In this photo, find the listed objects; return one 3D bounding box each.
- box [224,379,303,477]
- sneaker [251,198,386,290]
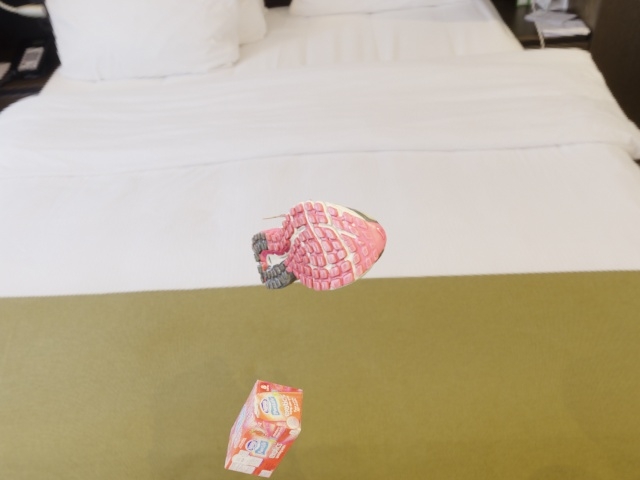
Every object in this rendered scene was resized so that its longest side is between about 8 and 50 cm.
[{"bbox_3d":[-0.148,0.490,1.382,0.128,0.256,0.122,17,37,-13],"label":"box"},{"bbox_3d":[0.000,0.000,0.763,0.112,0.120,0.299,-17,4,-28],"label":"sneaker"}]
